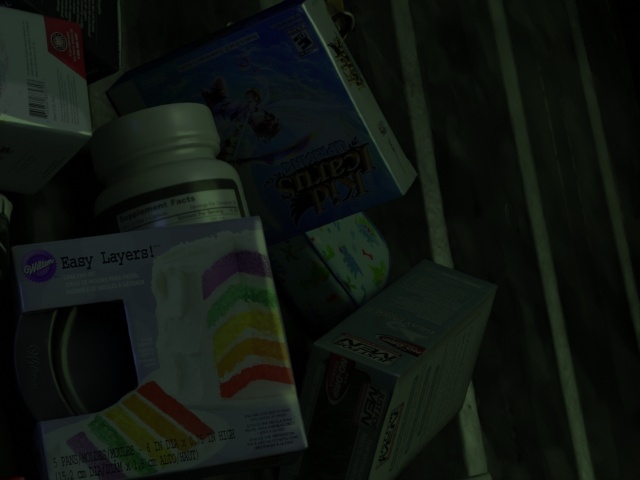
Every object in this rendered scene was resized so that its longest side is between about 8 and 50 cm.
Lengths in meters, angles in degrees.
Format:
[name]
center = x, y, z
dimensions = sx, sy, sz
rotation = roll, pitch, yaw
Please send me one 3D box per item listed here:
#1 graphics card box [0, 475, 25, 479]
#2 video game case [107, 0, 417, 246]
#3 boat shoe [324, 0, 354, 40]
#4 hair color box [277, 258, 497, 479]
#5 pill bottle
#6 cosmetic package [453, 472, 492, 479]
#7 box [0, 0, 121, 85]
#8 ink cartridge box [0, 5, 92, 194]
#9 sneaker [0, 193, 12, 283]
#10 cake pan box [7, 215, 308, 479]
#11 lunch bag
[graphics card box]
center = -0.285, 0.391, 1.463
dimensions = 0.233, 0.094, 0.371
rotation = -6, 78, -63
[video game case]
center = -0.066, -0.120, 2.032
dimensions = 0.244, 0.270, 0.061
rotation = 60, 29, -17
[boat shoe]
center = 0.017, -0.299, 2.533
dimensions = 0.068, 0.072, 0.190
rotation = 52, 31, -30
[hair color box]
center = 0.089, 0.167, 2.200
dimensions = 0.374, 0.114, 0.185
rotation = -33, 140, -63
[pill bottle]
center = -0.147, 0.011, 1.910
dimensions = 0.161, 0.161, 0.283
rotation = 4, 68, -61
[cosmetic package]
center = 0.126, 0.377, 2.176
dimensions = 0.184, 0.151, 0.151
rotation = -1, 73, -61
[box]
center = -0.316, -0.225, 1.771
dimensions = 0.207, 0.153, 0.108
rotation = 36, 41, -49
[ink cartridge box]
center = -0.320, -0.134, 1.666
dimensions = 0.176, 0.127, 0.128
rotation = 10, 60, -34
[sneaker]
center = -0.354, -0.009, 1.628
dimensions = 0.234, 0.078, 0.106
rotation = 23, 49, -58
[cake pan box]
center = -0.165, 0.111, 1.752
dimensions = 0.070, 0.267, 0.245
rotation = 125, -43, -66
[lunch bag]
center = 0.000, 0.000, 2.272
dimensions = 0.219, 0.090, 0.176
rotation = 54, 31, -28
